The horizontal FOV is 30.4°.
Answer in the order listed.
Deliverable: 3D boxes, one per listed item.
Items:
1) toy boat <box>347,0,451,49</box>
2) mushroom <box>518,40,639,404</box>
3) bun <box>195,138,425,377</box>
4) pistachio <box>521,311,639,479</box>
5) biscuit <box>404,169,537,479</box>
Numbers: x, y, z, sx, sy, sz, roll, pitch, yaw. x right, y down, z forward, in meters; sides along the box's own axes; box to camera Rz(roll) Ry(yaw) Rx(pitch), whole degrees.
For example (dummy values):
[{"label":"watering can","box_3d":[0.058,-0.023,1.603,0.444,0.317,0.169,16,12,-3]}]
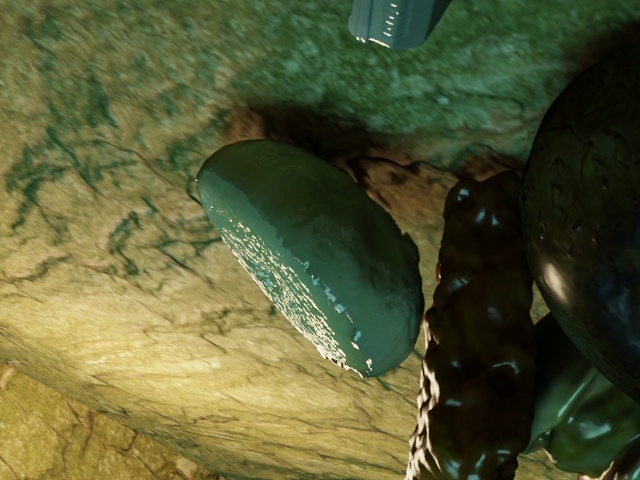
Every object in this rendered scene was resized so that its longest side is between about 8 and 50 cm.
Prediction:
[{"label":"toy boat","box_3d":[0.046,-0.234,0.685,0.141,0.140,0.269,12,155,18]},{"label":"mushroom","box_3d":[0.300,0.004,0.899,0.345,0.345,0.239,7,-162,28]},{"label":"bun","box_3d":[0.000,0.000,1.205,0.287,0.146,0.287,44,166,14]},{"label":"pistachio","box_3d":[0.308,0.154,1.194,0.229,0.238,0.321,33,-174,13]},{"label":"biscuit","box_3d":[0.153,0.121,1.179,0.111,0.312,0.318,6,159,4]}]
